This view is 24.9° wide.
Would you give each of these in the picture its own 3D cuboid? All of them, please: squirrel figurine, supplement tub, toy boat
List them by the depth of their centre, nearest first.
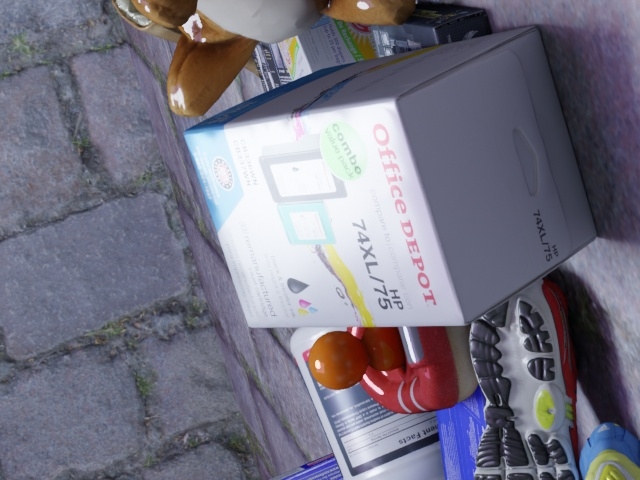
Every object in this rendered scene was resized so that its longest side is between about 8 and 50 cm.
[{"bbox_3d":[-0.116,-0.381,1.363,0.370,0.281,0.397,38,-134,-46],"label":"squirrel figurine"},{"bbox_3d":[0.061,0.108,1.456,0.231,0.151,0.151,132,123,-77],"label":"toy boat"},{"bbox_3d":[0.094,0.204,1.777,0.191,0.191,0.272,125,124,-75],"label":"supplement tub"}]

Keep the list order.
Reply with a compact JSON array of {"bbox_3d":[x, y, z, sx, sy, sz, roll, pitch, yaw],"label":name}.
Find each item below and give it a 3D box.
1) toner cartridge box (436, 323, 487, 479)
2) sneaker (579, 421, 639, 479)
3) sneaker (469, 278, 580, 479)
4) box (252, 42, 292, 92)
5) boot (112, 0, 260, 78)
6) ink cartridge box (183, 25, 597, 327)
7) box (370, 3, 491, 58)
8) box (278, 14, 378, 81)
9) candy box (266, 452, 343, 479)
[{"bbox_3d":[0.177,0.162,1.538,0.165,0.075,0.348,-131,29,-66],"label":"toner cartridge box"},{"bbox_3d":[0.291,0.260,1.327,0.126,0.091,0.240,-86,-18,-48],"label":"sneaker"},{"bbox_3d":[0.214,0.167,1.388,0.107,0.118,0.279,7,111,28],"label":"sneaker"},{"bbox_3d":[-0.008,-0.207,1.809,0.307,0.076,0.242,-157,48,-73],"label":"box"},{"bbox_3d":[-0.180,-0.325,1.978,0.269,0.089,0.236,16,-158,-48],"label":"boot"},{"bbox_3d":[0.060,-0.050,1.266,0.270,0.197,0.198,-5,108,47],"label":"ink cartridge box"},{"bbox_3d":[0.129,-0.111,1.416,0.183,0.059,0.233,-147,39,-70],"label":"box"},{"bbox_3d":[0.042,-0.162,1.576,0.103,0.114,0.203,131,118,-78],"label":"box"},{"bbox_3d":[0.091,0.437,1.995,0.122,0.268,0.317,131,117,-80],"label":"candy box"}]
